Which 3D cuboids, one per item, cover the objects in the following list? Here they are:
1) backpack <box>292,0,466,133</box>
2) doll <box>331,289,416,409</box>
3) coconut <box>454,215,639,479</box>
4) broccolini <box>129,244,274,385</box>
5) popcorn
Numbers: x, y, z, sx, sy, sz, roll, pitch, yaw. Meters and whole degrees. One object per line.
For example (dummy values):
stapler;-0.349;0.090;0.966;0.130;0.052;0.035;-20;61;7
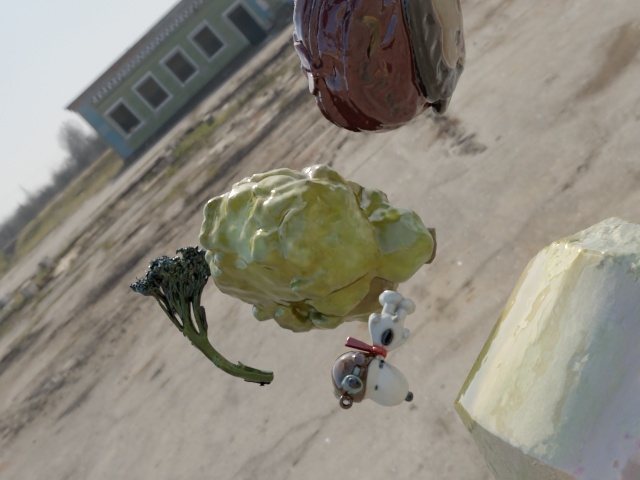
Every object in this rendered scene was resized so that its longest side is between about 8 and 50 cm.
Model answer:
backpack;0.056;-0.211;0.812;0.138;0.229;0.229;8;46;35
doll;0.037;0.074;0.551;0.040;0.058;0.085;134;144;-65
coconut;0.144;0.077;0.374;0.153;0.147;0.147;-66;14;4
broccolini;-0.152;0.113;1.228;0.123;0.271;0.062;-45;21;-6
popcorn;0.000;0.000;0.923;0.265;0.233;0.192;-2;63;16
